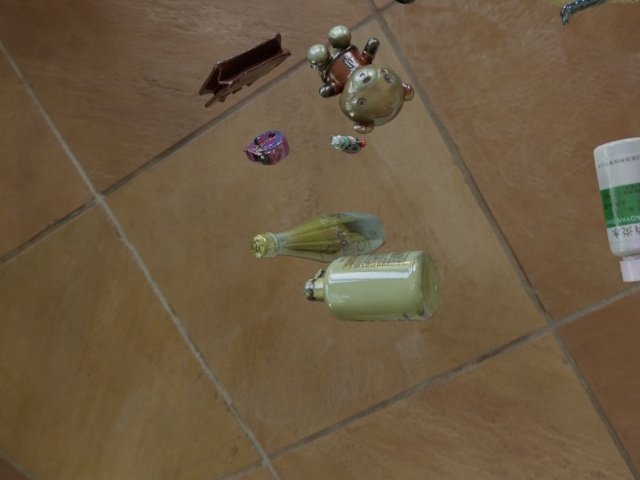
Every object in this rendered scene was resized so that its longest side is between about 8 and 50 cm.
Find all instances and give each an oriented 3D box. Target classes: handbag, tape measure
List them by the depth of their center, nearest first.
[{"bbox_3d":[-0.160,-0.286,1.803,0.118,0.125,0.074,-41,136,-19],"label":"tape measure"},{"bbox_3d":[-0.244,-0.534,1.840,0.260,0.276,0.084,-37,101,-24],"label":"handbag"}]

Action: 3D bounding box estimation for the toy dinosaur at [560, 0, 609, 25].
[{"bbox_3d":[0.593,-0.492,1.002,0.147,0.076,0.363,38,112,-5],"label":"toy dinosaur"}]

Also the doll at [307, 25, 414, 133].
[{"bbox_3d":[0.108,-0.478,1.756,0.235,0.174,0.330,-39,75,-8],"label":"doll"}]

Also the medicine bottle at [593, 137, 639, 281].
[{"bbox_3d":[0.578,-0.055,1.080,0.095,0.095,0.259,-10,87,12],"label":"medicine bottle"}]

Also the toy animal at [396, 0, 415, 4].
[{"bbox_3d":[0.324,-0.815,1.729,0.299,0.122,0.185,-18,82,-10],"label":"toy animal"}]

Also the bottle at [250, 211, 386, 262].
[{"bbox_3d":[0.000,0.000,0.942,0.083,0.270,0.083,8,101,44],"label":"bottle"}]

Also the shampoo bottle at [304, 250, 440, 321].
[{"bbox_3d":[0.053,0.056,0.681,0.162,0.079,0.079,-6,102,30],"label":"shampoo bottle"}]

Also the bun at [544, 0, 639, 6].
[{"bbox_3d":[0.719,-0.705,1.452,0.362,0.361,0.212,-1,116,10],"label":"bun"}]

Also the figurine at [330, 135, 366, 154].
[{"bbox_3d":[0.075,-0.263,1.574,0.060,0.106,0.047,-23,74,36],"label":"figurine"}]
